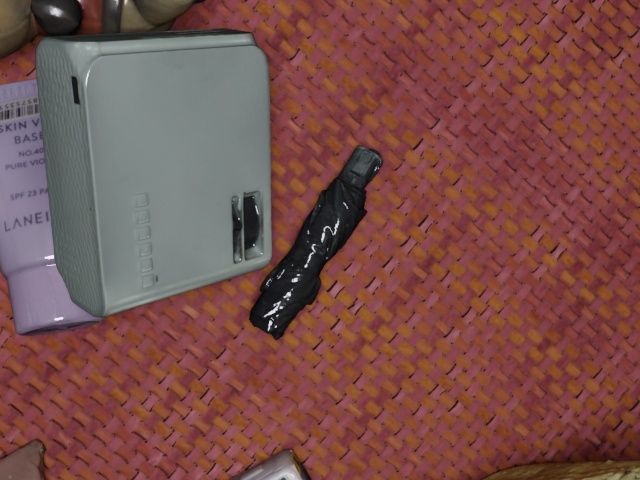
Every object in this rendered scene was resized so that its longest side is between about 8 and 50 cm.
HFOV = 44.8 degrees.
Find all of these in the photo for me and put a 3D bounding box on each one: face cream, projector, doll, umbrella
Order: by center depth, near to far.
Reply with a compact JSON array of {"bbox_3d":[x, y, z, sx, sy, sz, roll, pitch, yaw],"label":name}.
[{"bbox_3d":[-0.153,-0.073,0.753,0.198,0.108,0.250,-17,115,-39],"label":"projector"},{"bbox_3d":[-0.279,-0.264,0.767,0.330,0.174,0.235,3,61,-8],"label":"doll"},{"bbox_3d":[-0.292,-0.041,0.822,0.154,0.096,0.273,-12,82,-1],"label":"face cream"},{"bbox_3d":[0.000,0.000,0.855,0.059,0.066,0.235,32,88,-1],"label":"umbrella"}]

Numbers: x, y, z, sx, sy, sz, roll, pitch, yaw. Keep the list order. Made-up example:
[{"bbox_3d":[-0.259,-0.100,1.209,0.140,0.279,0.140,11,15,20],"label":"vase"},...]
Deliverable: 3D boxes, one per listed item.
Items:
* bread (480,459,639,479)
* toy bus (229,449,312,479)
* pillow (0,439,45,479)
[{"bbox_3d":[0.228,0.403,0.779,0.242,0.405,0.345,-13,83,-14],"label":"bread"},{"bbox_3d":[-0.148,0.368,0.850,0.343,0.097,0.138,-28,94,-3],"label":"toy bus"},{"bbox_3d":[-0.378,0.341,0.797,0.236,0.084,0.223,-16,56,-11],"label":"pillow"}]
